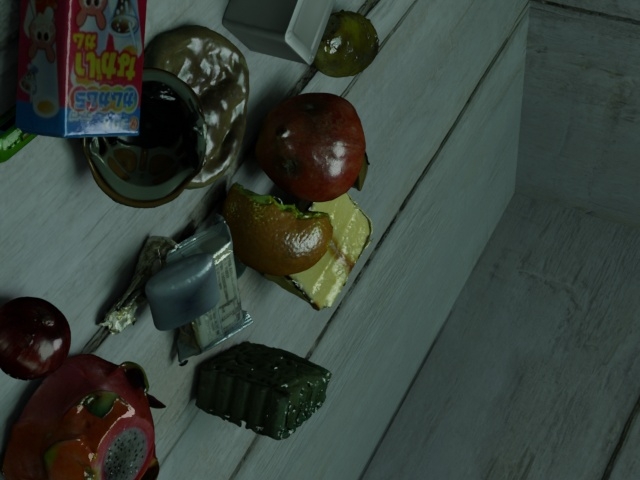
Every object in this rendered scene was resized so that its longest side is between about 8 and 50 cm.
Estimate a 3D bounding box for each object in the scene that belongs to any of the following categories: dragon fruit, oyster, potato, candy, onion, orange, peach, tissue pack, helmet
[{"bbox_3d":[-0.386,0.341,1.740,0.291,0.189,0.291,-51,151,-43],"label":"dragon fruit"},{"bbox_3d":[-0.339,0.086,1.857,0.200,0.061,0.106,-50,162,-32],"label":"oyster"},{"bbox_3d":[0.053,-0.435,2.263,0.251,0.113,0.149,-18,127,-66],"label":"potato"},{"bbox_3d":[-0.327,-0.297,1.414,0.157,0.100,0.306,-11,111,-58],"label":"candy"},{"bbox_3d":[-0.441,0.148,1.542,0.131,0.131,0.131,-50,150,-43],"label":"onion"},{"bbox_3d":[-0.099,-0.010,2.085,0.179,0.237,0.159,-11,-120,63],"label":"orange"},{"bbox_3d":[-0.025,-0.199,2.117,0.232,0.232,0.256,-72,161,1],"label":"peach"},{"bbox_3d":[-0.059,-0.480,1.930,0.246,0.136,0.159,-69,158,-4],"label":"tissue pack"},{"bbox_3d":[-0.252,0.095,1.871,0.138,0.071,0.174,-27,155,-16],"label":"candy"},{"bbox_3d":[-0.276,-0.176,1.622,0.130,0.198,0.224,-97,-160,-60],"label":"helmet"}]

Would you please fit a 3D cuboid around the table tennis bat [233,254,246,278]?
[{"bbox_3d":[-0.197,0.028,2.156,0.201,0.033,0.124,-8,107,-68],"label":"table tennis bat"}]

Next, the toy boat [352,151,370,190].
[{"bbox_3d":[0.041,-0.197,2.461,0.121,0.089,0.321,-64,158,-13],"label":"toy boat"}]

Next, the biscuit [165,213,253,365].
[{"bbox_3d":[-0.234,0.110,2.036,0.186,0.079,0.309,-35,142,-25],"label":"biscuit"}]

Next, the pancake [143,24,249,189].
[{"bbox_3d":[-0.223,-0.231,1.781,0.294,0.049,0.295,-19,114,-49],"label":"pancake"}]

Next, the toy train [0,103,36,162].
[{"bbox_3d":[-0.421,-0.164,1.444,0.209,0.042,0.044,-53,151,-39],"label":"toy train"}]

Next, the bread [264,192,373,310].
[{"bbox_3d":[0.000,0.000,2.307,0.263,0.198,0.236,-62,172,-16],"label":"bread"}]

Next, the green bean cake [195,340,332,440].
[{"bbox_3d":[-0.124,0.325,2.287,0.255,0.241,0.132,-21,122,-62],"label":"green bean cake"}]
